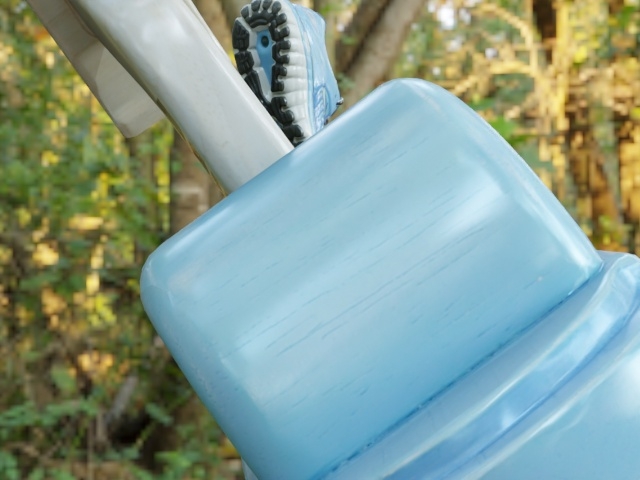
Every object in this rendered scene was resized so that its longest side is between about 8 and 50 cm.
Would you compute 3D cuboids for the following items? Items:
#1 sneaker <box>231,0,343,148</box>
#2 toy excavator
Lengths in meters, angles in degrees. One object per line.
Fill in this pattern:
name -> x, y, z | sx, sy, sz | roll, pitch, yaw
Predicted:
sneaker -> -0.009, -0.078, 0.930 | 0.063, 0.162, 0.073 | 2, 8, 40
toy excavator -> 0.000, 0.000, 0.669 | 0.222, 0.445, 0.433 | -34, 5, -3
